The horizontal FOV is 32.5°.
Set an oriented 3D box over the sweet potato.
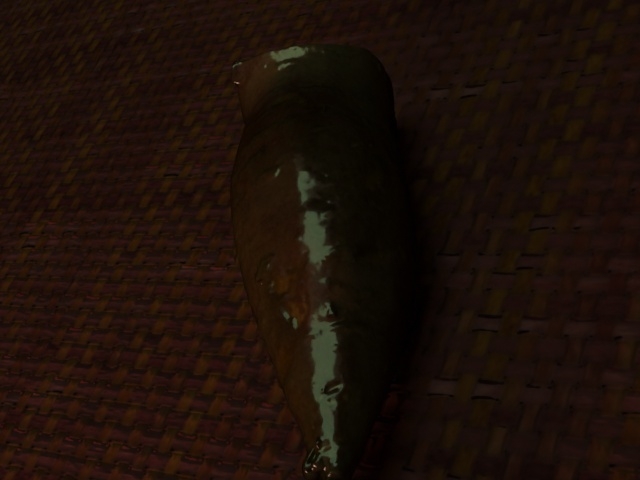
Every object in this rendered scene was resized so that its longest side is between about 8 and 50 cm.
[{"bbox_3d":[0.003,0.000,0.713,0.131,0.131,0.336,-24,43,19],"label":"sweet potato"}]
